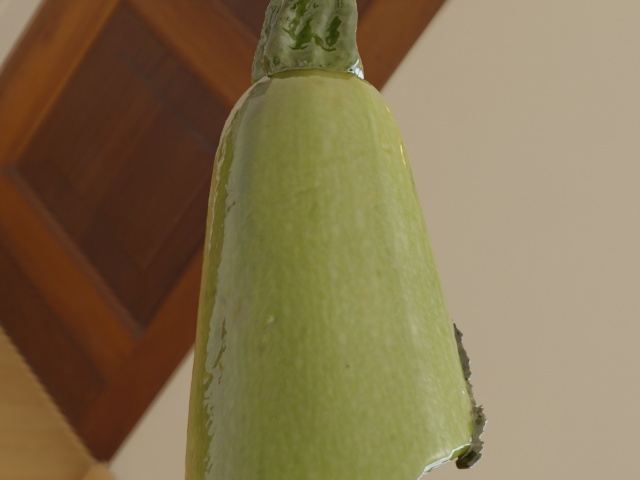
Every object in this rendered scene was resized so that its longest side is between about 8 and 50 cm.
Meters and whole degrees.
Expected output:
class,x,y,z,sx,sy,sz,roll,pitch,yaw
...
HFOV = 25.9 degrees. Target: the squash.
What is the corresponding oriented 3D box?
class,x,y,z,sx,sy,sz,roll,pitch,yaw
squash,0.002,0.002,0.431,0.075,0.090,0.200,24,51,-31
